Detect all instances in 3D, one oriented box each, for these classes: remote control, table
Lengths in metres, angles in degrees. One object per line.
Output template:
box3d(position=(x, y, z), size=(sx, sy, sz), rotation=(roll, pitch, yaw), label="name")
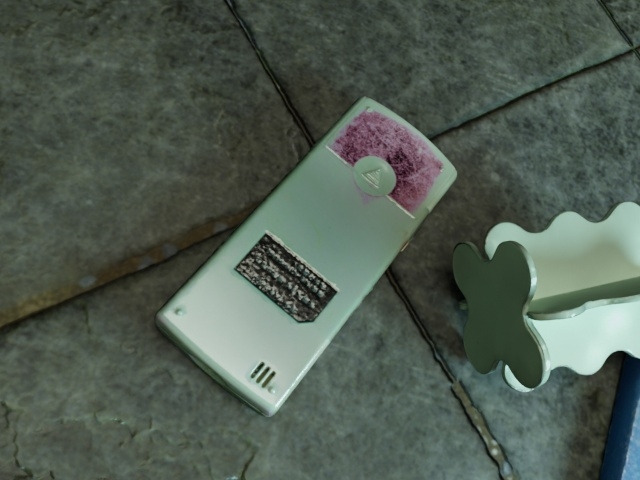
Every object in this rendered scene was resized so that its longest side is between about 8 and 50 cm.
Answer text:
box3d(position=(0.000, 0.000, 0.698), size=(0.145, 0.050, 0.344), rotation=(40, 64, 2), label="remote control")
box3d(position=(0.256, 0.052, 0.693), size=(0.198, 0.166, 0.167), rotation=(-9, 72, -19), label="table")

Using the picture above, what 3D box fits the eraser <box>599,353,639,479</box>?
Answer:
box3d(position=(0.392, 0.175, 0.746), size=(0.144, 0.042, 0.312), rotation=(27, 65, -5), label="eraser")
